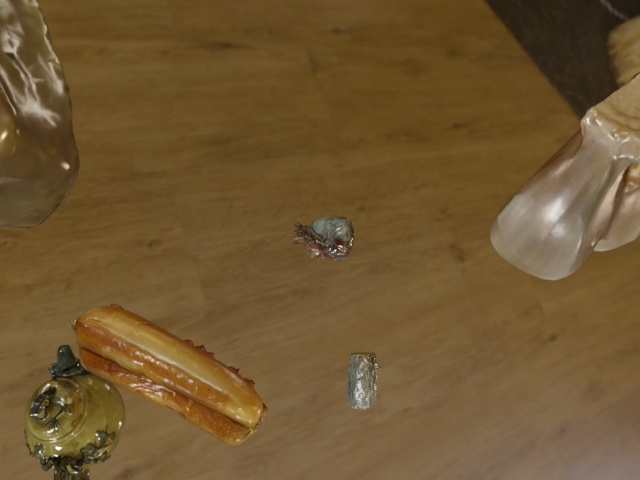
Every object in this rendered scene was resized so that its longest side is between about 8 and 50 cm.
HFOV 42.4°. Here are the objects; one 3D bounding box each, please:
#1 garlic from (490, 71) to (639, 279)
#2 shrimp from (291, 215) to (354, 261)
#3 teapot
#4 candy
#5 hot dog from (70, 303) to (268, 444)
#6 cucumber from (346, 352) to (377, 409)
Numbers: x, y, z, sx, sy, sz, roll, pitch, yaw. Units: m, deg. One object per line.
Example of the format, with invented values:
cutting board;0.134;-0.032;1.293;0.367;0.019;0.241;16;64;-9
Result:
garlic;0.324;-0.061;0.966;0.279;0.325;0.132;-28;69;-14
shrimp;0.000;0.000;1.462;0.090;0.233;0.079;16;81;-23
teapot;-0.428;0.309;1.392;0.182;0.173;0.269;65;17;-59
candy;-0.248;-0.123;0.576;0.104;0.102;0.234;7;56;-65
hot dog;-0.169;0.134;0.900;0.249;0.102;0.076;24;51;13
cucumber;0.081;0.272;1.626;0.064;0.064;0.112;-13;108;-44
